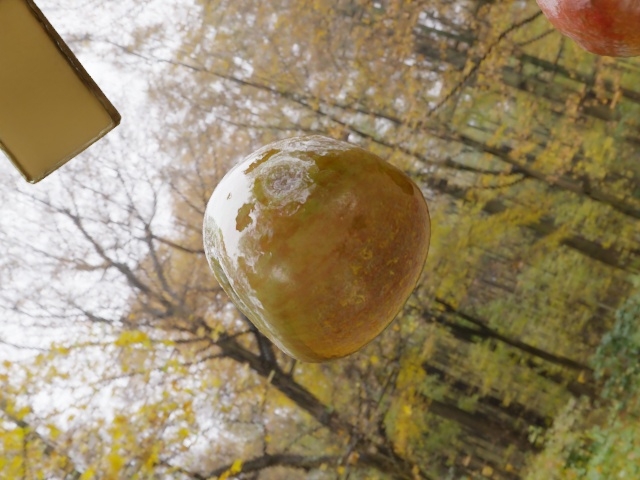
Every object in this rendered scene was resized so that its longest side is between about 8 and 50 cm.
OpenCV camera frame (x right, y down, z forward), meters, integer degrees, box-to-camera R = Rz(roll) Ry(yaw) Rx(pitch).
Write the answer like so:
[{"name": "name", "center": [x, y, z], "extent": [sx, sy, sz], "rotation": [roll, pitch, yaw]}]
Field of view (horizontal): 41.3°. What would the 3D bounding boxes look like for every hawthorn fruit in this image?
[{"name": "hawthorn fruit", "center": [0.422, -0.382, 1.146], "extent": [0.284, 0.284, 0.284], "rotation": [-54, -23, -35]}]

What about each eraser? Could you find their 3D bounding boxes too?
[{"name": "eraser", "center": [-0.296, -0.157, 0.855], "extent": [0.117, 0.172, 0.058], "rotation": [-37, 14, -4]}]

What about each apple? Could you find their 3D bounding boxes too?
[{"name": "apple", "center": [0.000, 0.000, 0.989], "extent": [0.264, 0.264, 0.264], "rotation": [-54, -23, -35]}]
